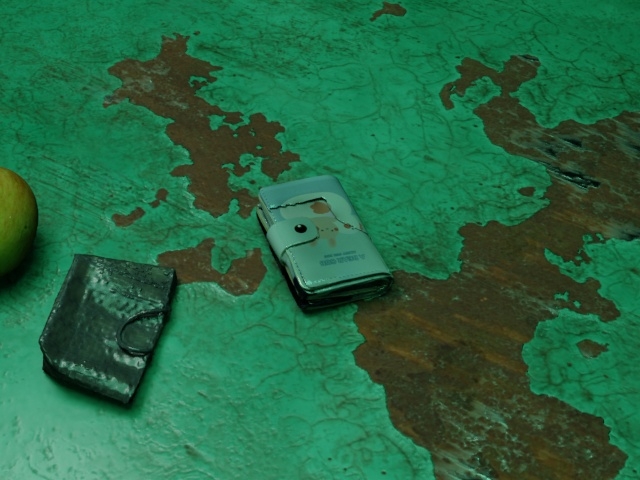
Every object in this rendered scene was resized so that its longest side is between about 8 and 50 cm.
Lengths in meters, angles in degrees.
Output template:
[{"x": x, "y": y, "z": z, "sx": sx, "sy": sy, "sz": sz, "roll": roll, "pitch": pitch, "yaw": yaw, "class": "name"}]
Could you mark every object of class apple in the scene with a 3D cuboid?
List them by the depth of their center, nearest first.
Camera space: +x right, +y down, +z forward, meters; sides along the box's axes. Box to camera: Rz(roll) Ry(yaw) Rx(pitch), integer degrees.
[{"x": -0.559, "y": -0.024, "z": 1.486, "sx": 0.196, "sy": 0.196, "sz": 0.196, "roll": 2, "pitch": 48, "yaw": -2, "class": "apple"}]

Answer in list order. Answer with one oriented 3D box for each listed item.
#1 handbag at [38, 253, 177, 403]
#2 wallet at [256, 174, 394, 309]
[{"x": -0.332, "y": 0.128, "z": 1.441, "sx": 0.175, "sy": 0.088, "sz": 0.270, "roll": 13, "pitch": 48, "yaw": -2, "class": "handbag"}, {"x": 0.000, "y": 0.000, "z": 1.581, "sx": 0.176, "sy": 0.075, "sz": 0.250, "roll": -11, "pitch": 50, "yaw": -21, "class": "wallet"}]
